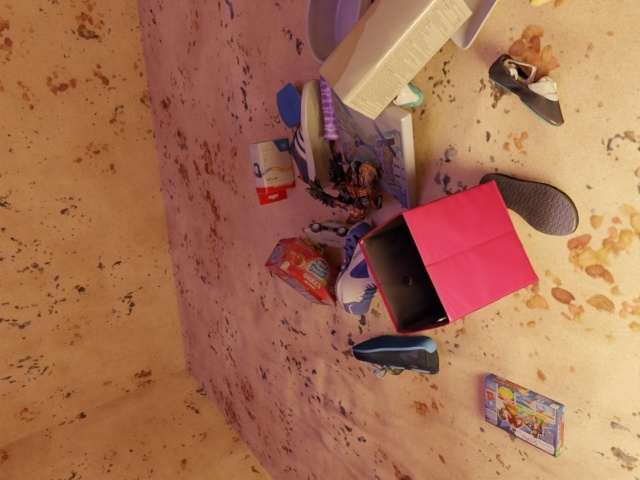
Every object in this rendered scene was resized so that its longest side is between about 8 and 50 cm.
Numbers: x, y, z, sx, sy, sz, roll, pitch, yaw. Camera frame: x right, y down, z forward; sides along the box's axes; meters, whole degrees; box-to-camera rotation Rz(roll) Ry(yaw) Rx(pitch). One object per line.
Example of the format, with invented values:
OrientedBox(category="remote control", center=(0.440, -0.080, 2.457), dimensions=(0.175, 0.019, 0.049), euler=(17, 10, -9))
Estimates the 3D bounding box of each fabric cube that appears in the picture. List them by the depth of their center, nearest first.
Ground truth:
OrientedBox(category="fabric cube", center=(0.287, 0.045, 1.161), dimensions=(0.259, 0.258, 0.254), euler=(68, 157, 7))

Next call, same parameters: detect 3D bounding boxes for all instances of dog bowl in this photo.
OrientedBox(category="dog bowl", center=(0.069, -0.574, 1.251), dimensions=(0.264, 0.104, 0.265), euler=(9, 101, 60))

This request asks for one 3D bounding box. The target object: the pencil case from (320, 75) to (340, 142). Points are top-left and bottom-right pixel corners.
OrientedBox(category="pencil case", center=(0.043, -0.405, 1.500), dimensions=(0.088, 0.086, 0.206), euler=(-148, 51, -59))

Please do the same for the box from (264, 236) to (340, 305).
OrientedBox(category="box", center=(-0.047, 0.109, 1.715), dimensions=(0.256, 0.123, 0.128), euler=(40, 157, -26))

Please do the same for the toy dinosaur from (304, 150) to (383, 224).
OrientedBox(category="toy dinosaur", center=(0.086, -0.134, 1.486), dimensions=(0.218, 0.164, 0.322), euler=(33, 136, 17))

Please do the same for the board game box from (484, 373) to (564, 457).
OrientedBox(category="board game box", center=(0.512, 0.440, 1.257), dimensions=(0.201, 0.035, 0.136), euler=(16, 118, 51))

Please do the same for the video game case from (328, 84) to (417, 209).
OrientedBox(category="video game case", center=(0.142, -0.269, 1.341), dimensions=(0.300, 0.036, 0.329), euler=(44, 163, 36))

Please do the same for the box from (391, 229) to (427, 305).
OrientedBox(category="box", center=(0.249, 0.065, 1.360), dimensions=(0.126, 0.148, 0.233), euler=(-33, 78, 55))

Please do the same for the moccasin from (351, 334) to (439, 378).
OrientedBox(category="moccasin", center=(0.223, 0.374, 1.554), dimensions=(0.342, 0.137, 0.117), euler=(-14, 98, 57))

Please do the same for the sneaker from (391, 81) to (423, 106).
OrientedBox(category="sneaker", center=(0.163, -0.403, 1.307), dimensions=(0.275, 0.109, 0.107), euler=(48, 125, 49))

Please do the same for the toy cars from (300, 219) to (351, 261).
OrientedBox(category="toy cars", center=(0.000, 0.000, 1.733), dimensions=(0.176, 0.087, 0.393), euler=(33, 150, -17))

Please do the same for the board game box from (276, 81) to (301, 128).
OrientedBox(category="board game box", center=(-0.094, -0.468, 1.715), dimensions=(0.168, 0.033, 0.133), euler=(-11, 101, 61))

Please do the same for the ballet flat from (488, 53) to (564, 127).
OrientedBox(category="ballet flat", center=(0.426, -0.314, 1.006), dimensions=(0.203, 0.074, 0.074), euler=(53, 142, 29))

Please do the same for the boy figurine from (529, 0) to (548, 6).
OrientedBox(category="boy figurine", center=(0.449, -0.547, 0.844), dimensions=(0.177, 0.092, 0.285), euler=(26, 133, 16))

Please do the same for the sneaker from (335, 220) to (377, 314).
OrientedBox(category="sneaker", center=(0.154, 0.118, 1.540), dimensions=(0.182, 0.127, 0.316), euler=(36, 130, 45))

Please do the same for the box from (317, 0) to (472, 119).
OrientedBox(category="box", center=(0.159, -0.432, 1.080), dimensions=(0.311, 0.148, 0.121), euler=(-45, 63, 22))

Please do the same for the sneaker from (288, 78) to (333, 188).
OrientedBox(category="sneaker", center=(-0.044, -0.343, 1.607), dimensions=(0.148, 0.131, 0.351), euler=(22, 123, 44))

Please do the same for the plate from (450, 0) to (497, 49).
OrientedBox(category="plate", center=(0.312, -0.607, 1.055), dimensions=(0.277, 0.045, 0.278), euler=(57, 143, 20))

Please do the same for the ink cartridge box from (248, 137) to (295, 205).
OrientedBox(category="ink cartridge box", center=(-0.175, -0.253, 1.835), dimensions=(0.078, 0.134, 0.231), euler=(9, 113, 53))

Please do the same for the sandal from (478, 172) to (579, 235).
OrientedBox(category="sandal", center=(0.459, -0.092, 1.085), dimensions=(0.254, 0.054, 0.097), euler=(44, 131, 50))
